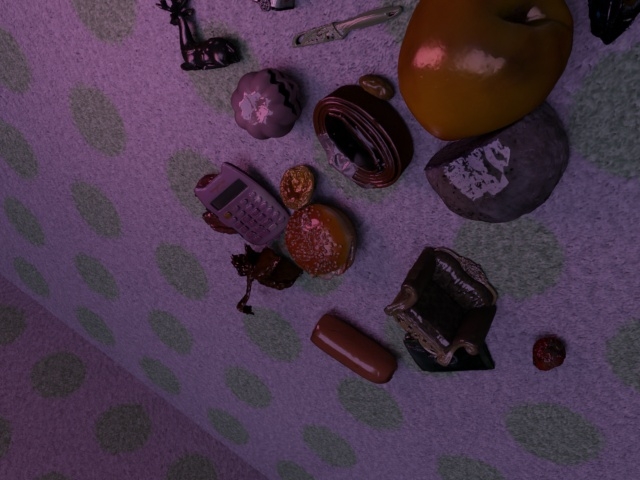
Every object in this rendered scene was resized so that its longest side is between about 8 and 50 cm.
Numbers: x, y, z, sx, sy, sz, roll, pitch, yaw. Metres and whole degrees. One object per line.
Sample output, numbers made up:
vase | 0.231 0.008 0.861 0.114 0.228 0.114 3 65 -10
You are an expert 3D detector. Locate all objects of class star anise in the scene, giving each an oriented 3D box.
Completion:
star anise | -0.196 0.129 1.655 0.238 0.148 0.346 19 131 -14

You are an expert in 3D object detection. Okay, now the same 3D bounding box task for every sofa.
sofa | 0.325 0.163 1.310 0.258 0.200 0.182 44 137 0

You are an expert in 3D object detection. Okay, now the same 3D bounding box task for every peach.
peach | 0.281 -0.338 0.923 0.289 0.289 0.308 46 160 -4

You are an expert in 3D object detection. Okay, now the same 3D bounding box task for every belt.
belt | 0.099 -0.248 1.221 0.261 0.105 0.184 49 136 -7

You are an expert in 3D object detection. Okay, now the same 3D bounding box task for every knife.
knife | 0.052 -0.479 1.141 0.293 0.020 0.043 0 123 34

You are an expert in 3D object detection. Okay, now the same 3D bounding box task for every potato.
potato | 0.131 -0.356 1.160 0.092 0.045 0.046 33 136 4

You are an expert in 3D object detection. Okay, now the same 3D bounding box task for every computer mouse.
computer mouse | 0.493 -0.441 0.810 0.078 0.146 0.241 -6 122 5

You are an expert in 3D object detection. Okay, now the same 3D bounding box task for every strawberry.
strawberry | 0.593 0.301 1.318 0.083 0.083 0.096 37 137 5

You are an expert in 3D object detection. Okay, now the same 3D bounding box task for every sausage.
sausage | 0.111 0.359 1.652 0.304 0.121 0.121 32 134 7

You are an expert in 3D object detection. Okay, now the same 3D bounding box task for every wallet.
wallet | 0.381 0.335 1.503 0.236 0.055 0.160 -12 121 38

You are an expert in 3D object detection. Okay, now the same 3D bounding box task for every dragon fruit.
dragon fruit | 0.370 -0.130 1.053 0.283 0.221 0.204 -25 100 40

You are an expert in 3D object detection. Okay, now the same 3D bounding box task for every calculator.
calculator | -0.228 -0.103 1.540 0.194 0.043 0.294 -36 114 26

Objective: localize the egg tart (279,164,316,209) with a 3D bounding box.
egg tart | -0.059 -0.146 1.416 0.130 0.052 0.130 -4 83 37

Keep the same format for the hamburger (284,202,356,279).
hamburger | 0.003 -0.002 1.437 0.237 0.147 0.236 16 126 23

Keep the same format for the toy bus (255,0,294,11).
toy bus | -0.150 -0.591 1.149 0.194 0.087 0.089 28 126 14

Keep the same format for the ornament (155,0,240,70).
ornament | -0.320 -0.558 1.286 0.202 0.080 0.236 7 125 34

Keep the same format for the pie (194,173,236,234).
pie | -0.318 -0.113 1.632 0.204 0.054 0.218 -3 120 35

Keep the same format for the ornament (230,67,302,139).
ornament | -0.132 -0.346 1.276 0.178 0.177 0.177 18 130 22
